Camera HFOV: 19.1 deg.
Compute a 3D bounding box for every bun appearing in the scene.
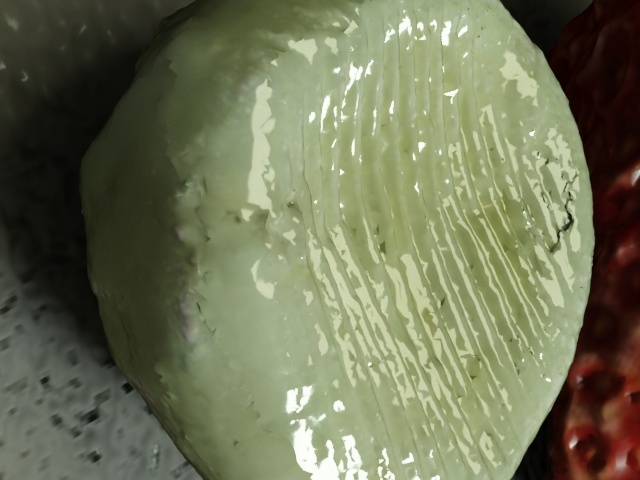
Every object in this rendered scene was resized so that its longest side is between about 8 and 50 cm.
[{"bbox_3d":[0.000,0.000,0.702,0.231,0.133,0.231,1,88,-45],"label":"bun"}]

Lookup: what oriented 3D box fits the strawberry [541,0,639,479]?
[{"bbox_3d":[0.217,-0.014,0.911,0.292,0.310,0.291,41,23,-22],"label":"strawberry"}]
